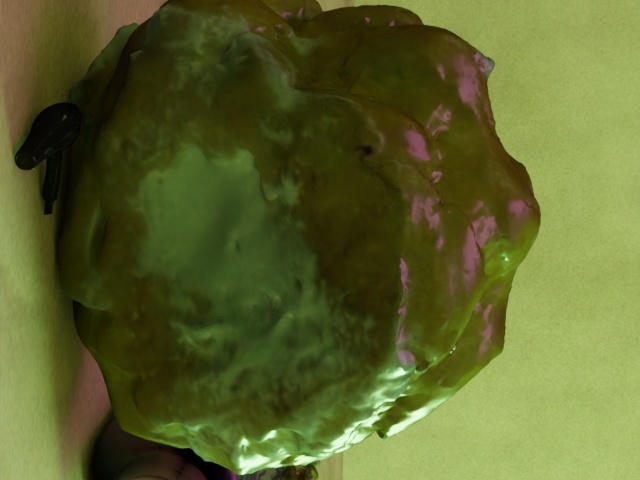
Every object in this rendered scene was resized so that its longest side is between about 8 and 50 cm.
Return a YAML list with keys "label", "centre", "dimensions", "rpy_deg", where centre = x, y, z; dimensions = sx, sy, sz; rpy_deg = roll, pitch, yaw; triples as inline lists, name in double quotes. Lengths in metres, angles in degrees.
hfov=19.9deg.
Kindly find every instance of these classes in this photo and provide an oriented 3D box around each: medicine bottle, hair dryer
- label: "medicine bottle"
  centre: [-0.116, 0.188, 1.441]
  dimensions: [0.188, 0.119, 0.094]
  rpy_deg: [-68, 158, -75]
- label: "hair dryer"
  centre: [-0.183, -0.046, 1.221]
  dimensions: [0.079, 0.031, 0.083]
  rpy_deg: [-60, 161, -56]

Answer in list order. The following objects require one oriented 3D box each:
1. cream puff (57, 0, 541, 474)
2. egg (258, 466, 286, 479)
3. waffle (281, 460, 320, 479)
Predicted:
- label: "cream puff"
  centre: [-0.007, -0.027, 1.329]
  dimensions: [0.275, 0.378, 0.378]
  rpy_deg: [-16, 108, -61]
- label: "egg"
  centre: [-0.095, 0.163, 1.598]
  dimensions: [0.132, 0.132, 0.172]
  rpy_deg: [-80, 159, -54]
- label: "waffle"
  centre: [-0.070, 0.176, 1.803]
  dimensions: [0.183, 0.036, 0.169]
  rpy_deg: [45, 22, -9]
